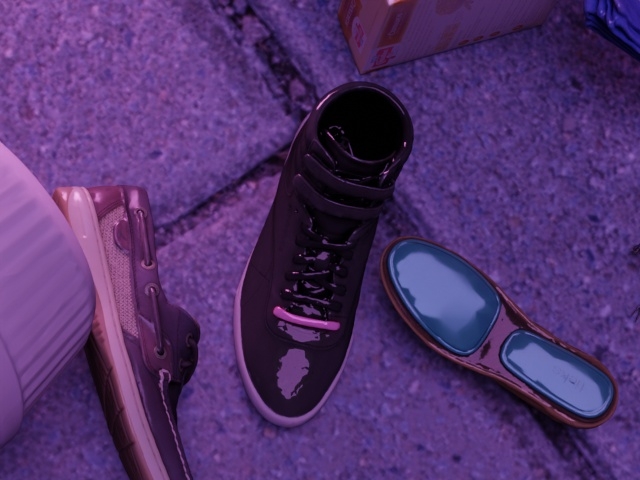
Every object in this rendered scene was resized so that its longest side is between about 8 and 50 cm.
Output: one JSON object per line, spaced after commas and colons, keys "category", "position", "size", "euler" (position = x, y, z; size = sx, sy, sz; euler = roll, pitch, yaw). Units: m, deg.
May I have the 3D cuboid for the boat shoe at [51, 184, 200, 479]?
{"category": "boat shoe", "position": [-0.140, 0.081, 1.210], "size": [0.092, 0.103, 0.285], "euler": [-15, 71, -18]}

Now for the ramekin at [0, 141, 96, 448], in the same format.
{"category": "ramekin", "position": [-0.287, 0.020, 1.129], "size": [0.273, 0.273, 0.127], "euler": [44, 59, 6]}

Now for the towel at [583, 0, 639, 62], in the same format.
{"category": "towel", "position": [0.346, -0.284, 1.370], "size": [0.243, 0.040, 0.336], "euler": [28, 64, -32]}

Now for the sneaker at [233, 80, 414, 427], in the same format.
{"category": "sneaker", "position": [0.000, 0.000, 1.233], "size": [0.104, 0.147, 0.295], "euler": [15, 72, -6]}

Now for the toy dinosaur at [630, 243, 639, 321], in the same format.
{"category": "toy dinosaur", "position": [0.311, 0.036, 1.328], "size": [0.090, 0.047, 0.082], "euler": [-43, 102, -28]}

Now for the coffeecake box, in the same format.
{"category": "coffeecake box", "position": [0.120, -0.224, 1.323], "size": [0.185, 0.142, 0.068], "euler": [-17, 76, -14]}

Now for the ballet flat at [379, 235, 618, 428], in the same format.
{"category": "ballet flat", "position": [0.141, 0.084, 1.267], "size": [0.232, 0.073, 0.080], "euler": [38, 77, 4]}
